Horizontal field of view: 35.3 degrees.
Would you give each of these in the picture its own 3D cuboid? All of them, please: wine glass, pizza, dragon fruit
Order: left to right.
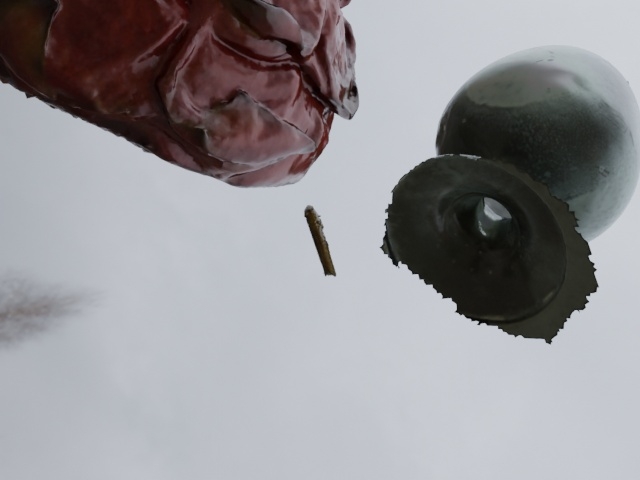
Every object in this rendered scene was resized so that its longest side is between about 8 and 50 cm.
[{"bbox_3d":[-0.056,-0.148,0.605,0.152,0.316,0.205,47,-66,42],"label":"dragon fruit"},{"bbox_3d":[0.000,0.000,0.964,0.037,0.016,0.083,80,-8,-62],"label":"pizza"},{"bbox_3d":[0.222,-0.072,1.070,0.238,0.323,0.238,18,-49,22],"label":"wine glass"}]
